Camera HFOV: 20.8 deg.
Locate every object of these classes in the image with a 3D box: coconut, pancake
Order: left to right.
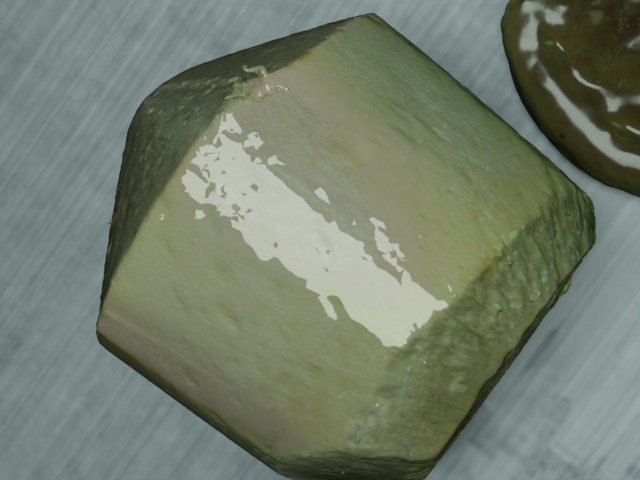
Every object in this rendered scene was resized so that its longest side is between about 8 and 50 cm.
[{"bbox_3d":[0.000,0.000,0.932,0.244,0.239,0.239,36,97,8],"label":"coconut"},{"bbox_3d":[0.213,-0.138,0.978,0.222,0.042,0.236,42,97,11],"label":"pancake"}]
